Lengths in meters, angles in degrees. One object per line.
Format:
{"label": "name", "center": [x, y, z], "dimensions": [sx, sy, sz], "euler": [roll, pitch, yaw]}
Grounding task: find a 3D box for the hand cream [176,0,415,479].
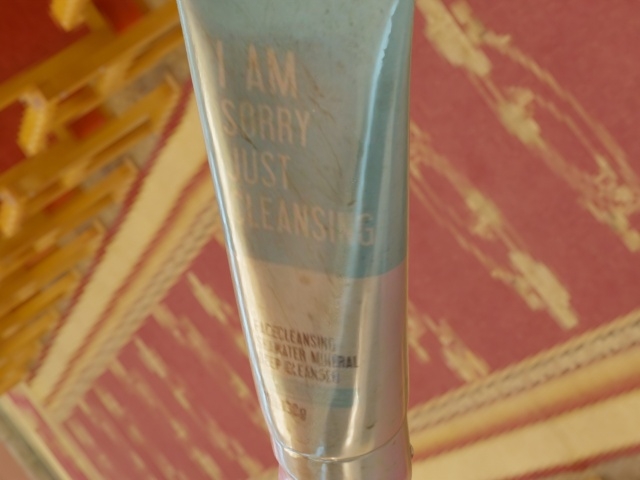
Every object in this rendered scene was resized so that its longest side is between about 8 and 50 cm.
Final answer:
{"label": "hand cream", "center": [0.000, 0.000, 0.715], "dimensions": [0.111, 0.070, 0.312], "euler": [11, 134, 23]}
